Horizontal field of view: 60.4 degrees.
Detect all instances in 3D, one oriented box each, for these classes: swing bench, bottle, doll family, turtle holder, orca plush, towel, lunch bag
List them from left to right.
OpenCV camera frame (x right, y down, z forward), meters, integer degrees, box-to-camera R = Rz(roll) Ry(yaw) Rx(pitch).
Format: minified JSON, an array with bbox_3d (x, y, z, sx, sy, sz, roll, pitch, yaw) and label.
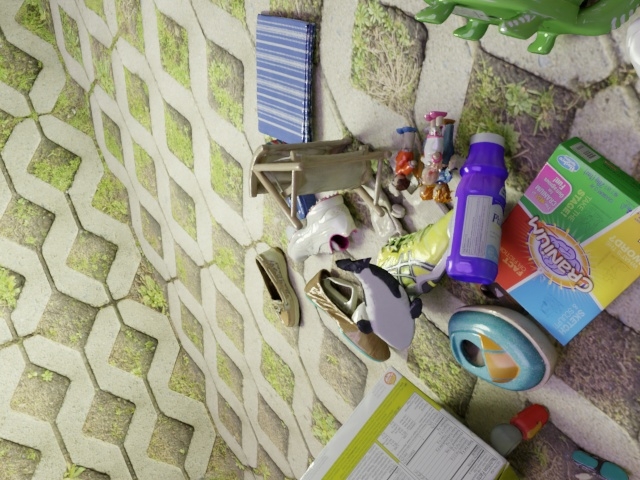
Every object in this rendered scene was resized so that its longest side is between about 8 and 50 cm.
[{"bbox_3d":[-0.099,-0.433,1.511,0.243,0.040,0.336,29,126,43],"label":"towel"},{"bbox_3d":[-0.057,-0.112,1.606,0.067,0.065,0.099,-16,96,54],"label":"lunch bag"},{"bbox_3d":[-0.008,-0.158,1.329,0.254,0.253,0.165,36,129,49],"label":"swing bench"},{"bbox_3d":[0.126,0.123,1.242,0.287,0.151,0.102,42,-162,-29],"label":"orca plush"},{"bbox_3d":[0.235,-0.158,1.126,0.263,0.118,0.163,-171,85,-80],"label":"doll family"},{"bbox_3d":[0.305,-0.062,1.054,0.092,0.118,0.283,5,79,28],"label":"bottle"},{"bbox_3d":[0.314,-0.416,0.825,0.320,0.243,0.228,34,117,49],"label":"turtle holder"}]

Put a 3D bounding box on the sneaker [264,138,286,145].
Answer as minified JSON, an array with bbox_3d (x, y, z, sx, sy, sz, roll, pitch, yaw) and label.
[{"bbox_3d":[-0.123,-0.219,1.622,0.057,0.075,0.161,-9,101,53],"label":"sneaker"}]

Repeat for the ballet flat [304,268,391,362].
[{"bbox_3d":[0.087,0.196,1.575,0.342,0.116,0.124,42,118,35],"label":"ballet flat"}]

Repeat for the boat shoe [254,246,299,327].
[{"bbox_3d":[-0.150,0.168,1.855,0.104,0.089,0.285,-4,105,52],"label":"boat shoe"}]

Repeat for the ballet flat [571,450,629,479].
[{"bbox_3d":[0.581,0.474,1.141,0.114,0.041,0.041,18,122,47],"label":"ballet flat"}]

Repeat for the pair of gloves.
[{"bbox_3d":[0.187,-0.090,1.327,0.240,0.042,0.204,-36,80,54],"label":"pair of gloves"}]

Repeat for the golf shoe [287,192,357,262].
[{"bbox_3d":[0.000,0.000,1.559,0.140,0.115,0.306,53,143,13],"label":"golf shoe"}]

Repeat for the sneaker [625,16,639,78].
[{"bbox_3d":[0.525,-0.194,0.746,0.305,0.152,0.114,57,145,16],"label":"sneaker"}]

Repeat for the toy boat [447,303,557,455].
[{"bbox_3d":[0.388,0.293,1.170,0.267,0.148,0.318,-2,111,64],"label":"toy boat"}]

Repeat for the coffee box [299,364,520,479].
[{"bbox_3d":[0.225,0.566,1.283,0.334,0.338,0.338,34,169,37],"label":"coffee box"}]

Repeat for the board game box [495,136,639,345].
[{"bbox_3d":[0.460,0.010,1.013,0.242,0.064,0.317,48,140,25],"label":"board game box"}]

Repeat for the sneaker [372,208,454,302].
[{"bbox_3d":[0.210,0.044,1.262,0.147,0.145,0.385,40,138,7],"label":"sneaker"}]

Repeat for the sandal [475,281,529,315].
[{"bbox_3d":[0.371,0.100,1.188,0.180,0.049,0.072,45,140,26],"label":"sandal"}]
